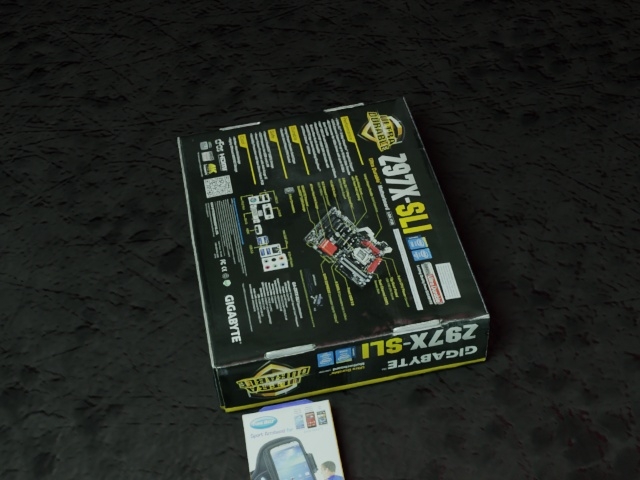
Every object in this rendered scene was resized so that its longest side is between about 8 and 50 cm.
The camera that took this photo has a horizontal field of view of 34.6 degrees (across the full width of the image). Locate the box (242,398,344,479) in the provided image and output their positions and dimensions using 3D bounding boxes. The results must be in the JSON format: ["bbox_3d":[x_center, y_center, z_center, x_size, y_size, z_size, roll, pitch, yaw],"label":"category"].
[{"bbox_3d":[-0.023,0.196,0.903,0.081,0.028,0.136,-10,51,-4],"label":"box"}]

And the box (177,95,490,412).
[{"bbox_3d":[0.000,0.000,1.036,0.257,0.079,0.322,-10,48,-6],"label":"box"}]
